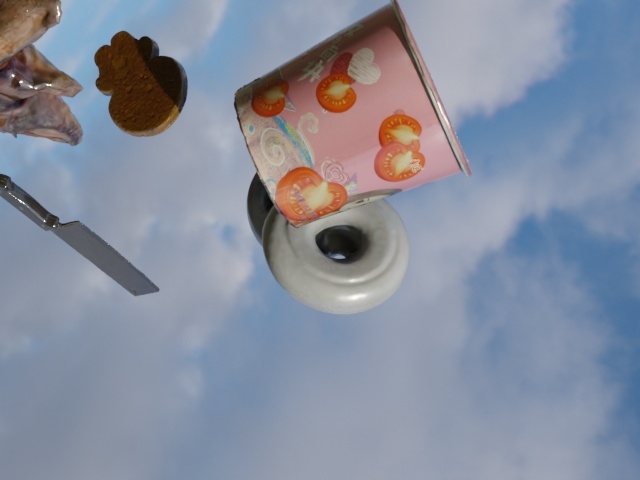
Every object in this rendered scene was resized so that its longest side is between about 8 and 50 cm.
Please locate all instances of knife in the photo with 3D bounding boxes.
[{"bbox_3d":[-0.298,-0.005,1.208,0.072,0.245,0.019,-13,-136,44],"label":"knife"}]

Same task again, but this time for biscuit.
[{"bbox_3d":[-0.251,-0.220,1.361,0.124,0.026,0.175,-38,-115,6],"label":"biscuit"}]

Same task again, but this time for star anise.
[{"bbox_3d":[-0.366,-0.185,0.900,0.349,0.292,0.109,116,-20,-65],"label":"star anise"}]

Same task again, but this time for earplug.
[{"bbox_3d":[0.000,-0.011,1.445,0.325,0.214,0.175,-126,-149,-53],"label":"earplug"}]

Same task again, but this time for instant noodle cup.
[{"bbox_3d":[0.036,-0.149,1.206,0.231,0.243,0.243,-22,-138,10],"label":"instant noodle cup"}]
